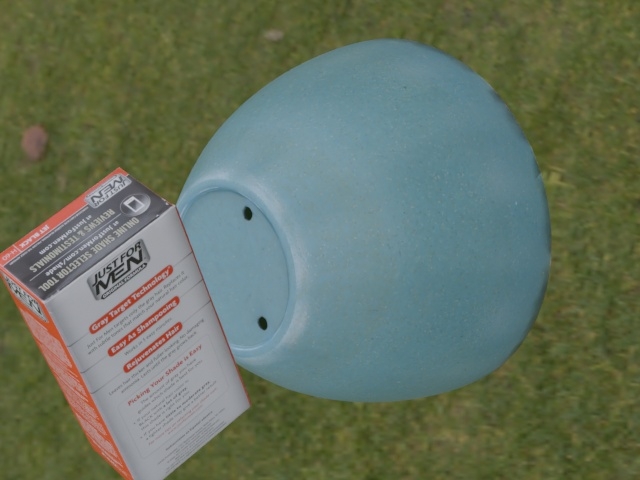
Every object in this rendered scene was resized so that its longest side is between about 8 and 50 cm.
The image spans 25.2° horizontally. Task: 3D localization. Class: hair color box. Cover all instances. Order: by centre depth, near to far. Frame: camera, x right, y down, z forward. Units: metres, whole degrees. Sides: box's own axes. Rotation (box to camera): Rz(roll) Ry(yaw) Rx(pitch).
[{"bbox_3d":[-0.085,0.044,0.644,0.072,0.141,0.043,-38,50,-22],"label":"hair color box"}]

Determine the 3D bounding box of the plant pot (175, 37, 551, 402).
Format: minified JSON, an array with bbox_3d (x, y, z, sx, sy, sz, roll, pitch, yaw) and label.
[{"bbox_3d":[0.000,0.000,1.092,0.290,0.195,0.290,14,111,41],"label":"plant pot"}]
